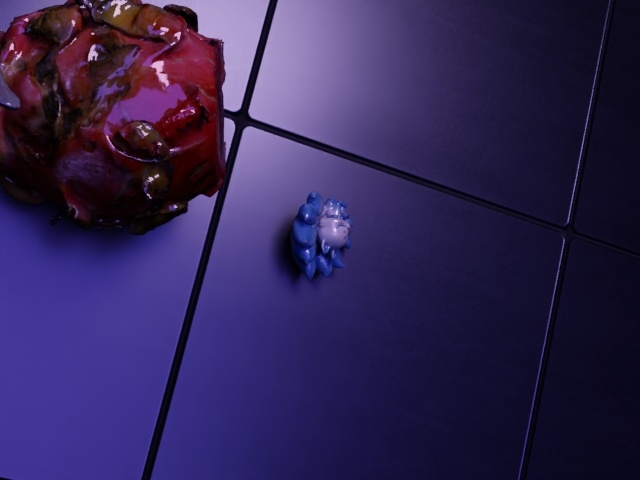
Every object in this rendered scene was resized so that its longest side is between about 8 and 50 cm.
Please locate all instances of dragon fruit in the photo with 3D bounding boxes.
[{"bbox_3d":[-0.249,-0.135,1.111,0.291,0.250,0.269,-1,75,-5],"label":"dragon fruit"}]

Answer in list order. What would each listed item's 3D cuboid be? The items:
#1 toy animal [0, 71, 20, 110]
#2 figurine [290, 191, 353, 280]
[{"bbox_3d":[-0.420,-0.159,1.004,0.225,0.284,0.302,14,44,-45],"label":"toy animal"},{"bbox_3d":[0.000,0.000,1.272,0.114,0.079,0.114,-14,105,-63],"label":"figurine"}]
